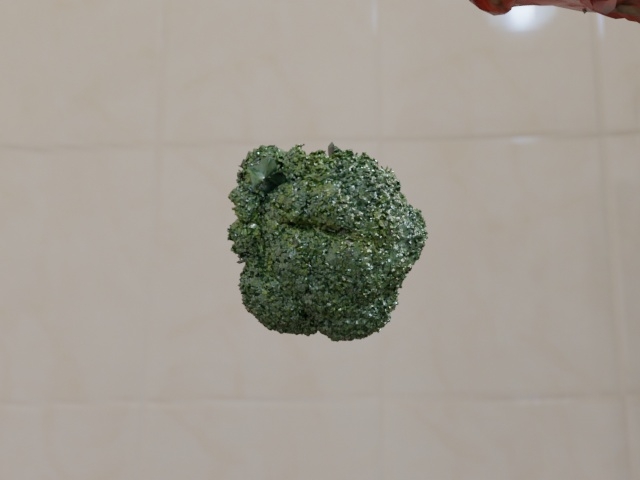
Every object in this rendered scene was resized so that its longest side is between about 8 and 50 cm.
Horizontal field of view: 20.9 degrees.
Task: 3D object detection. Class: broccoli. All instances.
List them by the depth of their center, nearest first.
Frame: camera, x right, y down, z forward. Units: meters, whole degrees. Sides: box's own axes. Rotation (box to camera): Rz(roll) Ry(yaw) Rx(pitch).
[{"bbox_3d":[0.000,0.000,1.573,0.195,0.195,0.156,17,7,-29],"label":"broccoli"}]

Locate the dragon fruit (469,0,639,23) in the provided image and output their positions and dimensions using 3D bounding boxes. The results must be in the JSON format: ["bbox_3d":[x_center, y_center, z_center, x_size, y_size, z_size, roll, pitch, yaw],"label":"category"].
[{"bbox_3d":[0.146,-0.267,0.947,0.302,0.295,0.295,29,-30,-2],"label":"dragon fruit"}]
